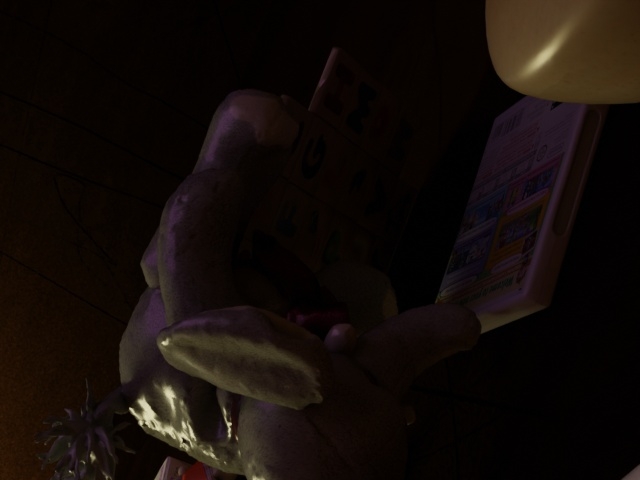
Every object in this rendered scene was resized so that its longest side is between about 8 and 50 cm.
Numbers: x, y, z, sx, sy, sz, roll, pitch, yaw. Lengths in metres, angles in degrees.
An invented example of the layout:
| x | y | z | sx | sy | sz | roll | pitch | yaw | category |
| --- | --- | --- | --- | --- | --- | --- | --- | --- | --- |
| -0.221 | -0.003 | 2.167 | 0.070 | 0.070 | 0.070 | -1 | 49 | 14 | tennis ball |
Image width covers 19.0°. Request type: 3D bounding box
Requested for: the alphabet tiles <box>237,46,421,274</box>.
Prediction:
| x | y | z | sx | sy | sz | roll | pitch | yaw | category |
| --- | --- | --- | --- | --- | --- | --- | --- | --- | --- |
| 0.000 | 0.000 | 1.613 | 0.285 | 0.011 | 0.342 | -68 | -22 | -3 | alphabet tiles |

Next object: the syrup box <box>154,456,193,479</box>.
| x | y | z | sx | sy | sz | roll | pitch | yaw | category |
| --- | --- | --- | --- | --- | --- | --- | --- | --- | --- |
| -0.165 | 0.345 | 2.020 | 0.096 | 0.093 | 0.237 | -80 | 16 | -50 | syrup box |

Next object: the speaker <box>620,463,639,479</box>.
| x | y | z | sx | sy | sz | roll | pitch | yaw | category |
| --- | --- | --- | --- | --- | --- | --- | --- | --- | --- |
| 0.164 | 0.128 | 0.896 | 0.136 | 0.055 | 0.055 | 126 | 162 | -52 | speaker |

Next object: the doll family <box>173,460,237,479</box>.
| x | y | z | sx | sy | sz | roll | pitch | yaw | category |
| --- | --- | --- | --- | --- | --- | --- | --- | --- | --- |
| -0.048 | 0.272 | 1.602 | 0.163 | 0.118 | 0.263 | -60 | 30 | 11 | doll family |

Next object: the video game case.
| x | y | z | sx | sy | sz | roll | pitch | yaw | category |
| --- | --- | --- | --- | --- | --- | --- | --- | --- | --- |
| 0.146 | -0.026 | 1.393 | 0.212 | 0.023 | 0.193 | 146 | 145 | -71 | video game case |

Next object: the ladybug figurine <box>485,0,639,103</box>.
| x | y | z | sx | sy | sz | roll | pitch | yaw | category |
| --- | --- | --- | --- | --- | --- | --- | --- | --- | --- |
| 0.238 | -0.262 | 1.011 | 0.305 | 0.162 | 0.449 | -87 | 21 | -62 | ladybug figurine |

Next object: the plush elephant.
| x | y | z | sx | sy | sz | roll | pitch | yaw | category |
| --- | --- | --- | --- | --- | --- | --- | --- | --- | --- |
| -0.014 | 0.092 | 1.345 | 0.255 | 0.272 | 0.330 | 19 | 54 | 40 | plush elephant |
